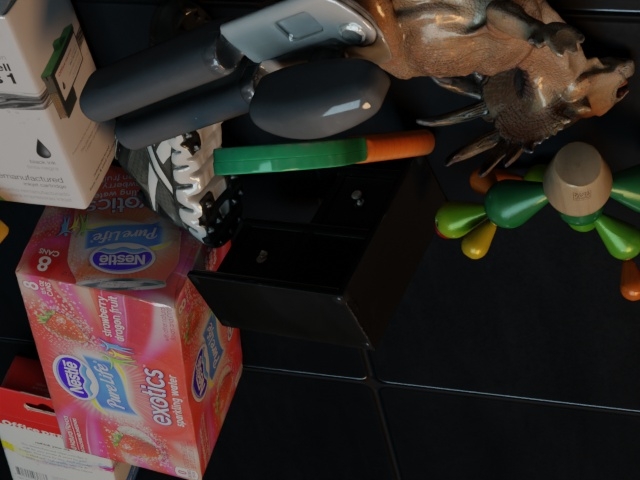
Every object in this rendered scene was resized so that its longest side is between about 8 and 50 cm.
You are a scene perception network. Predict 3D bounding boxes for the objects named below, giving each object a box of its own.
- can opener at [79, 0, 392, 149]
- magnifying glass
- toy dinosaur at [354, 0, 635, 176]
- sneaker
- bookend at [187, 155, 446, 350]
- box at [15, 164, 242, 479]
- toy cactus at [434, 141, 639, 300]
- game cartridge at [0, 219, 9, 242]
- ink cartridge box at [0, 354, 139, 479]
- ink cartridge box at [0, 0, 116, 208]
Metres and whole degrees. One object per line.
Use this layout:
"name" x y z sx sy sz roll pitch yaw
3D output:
"can opener" -0.068 -0.108 1.024 0.280 0.093 0.074 -8 139 46
"magnifying glass" 0.011 -0.067 1.105 0.092 0.026 0.231 -1 -176 38
"toy dinosaur" 0.078 -0.148 1.030 0.295 0.127 0.200 23 150 3
"sneaker" -0.128 -0.097 1.210 0.106 0.078 0.234 18 138 23
"bookend" 0.000 0.000 1.239 0.156 0.157 0.072 7 144 35
"box" -0.171 0.081 1.400 0.154 0.142 0.300 12 143 10
"toy cactus" 0.188 -0.025 1.115 0.219 0.112 0.180 4 169 11
"game cartridge" -0.446 -0.069 1.312 0.323 0.053 0.285 44 150 -11
"ink cartridge box" -0.282 0.208 1.663 0.134 0.078 0.231 12 143 8
"ink cartridge box" -0.274 -0.136 1.211 0.160 0.093 0.219 6 142 18
